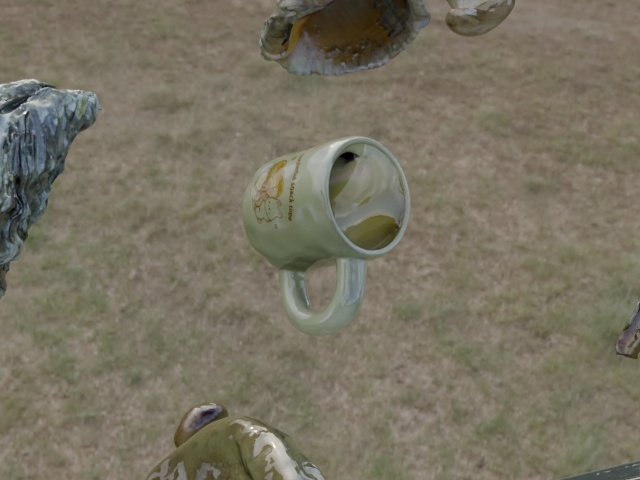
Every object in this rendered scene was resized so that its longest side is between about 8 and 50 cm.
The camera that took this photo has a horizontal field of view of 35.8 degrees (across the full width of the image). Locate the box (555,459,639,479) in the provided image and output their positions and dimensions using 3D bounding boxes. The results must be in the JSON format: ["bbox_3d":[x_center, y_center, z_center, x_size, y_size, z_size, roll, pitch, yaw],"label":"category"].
[{"bbox_3d":[0.482,0.456,1.408,0.373,0.090,0.367,-20,24,22],"label":"box"}]

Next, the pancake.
[{"bbox_3d":[-0.099,0.281,0.858,0.049,0.294,0.294,37,18,-33],"label":"pancake"}]

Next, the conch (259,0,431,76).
[{"bbox_3d":[0.043,-0.452,1.756,0.297,0.352,0.210,33,47,-25],"label":"conch"}]

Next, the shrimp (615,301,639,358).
[{"bbox_3d":[0.378,0.004,0.905,0.063,0.287,0.152,41,4,3],"label":"shrimp"}]

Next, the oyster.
[{"bbox_3d":[-0.331,-0.044,0.982,0.162,0.158,0.351,1,48,33],"label":"oyster"}]

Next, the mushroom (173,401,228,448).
[{"bbox_3d":[-0.186,0.306,1.496,0.072,0.088,0.130,7,67,9],"label":"mushroom"}]

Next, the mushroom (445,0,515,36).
[{"bbox_3d":[0.166,-0.361,1.247,0.088,0.213,0.097,-20,2,44],"label":"mushroom"}]

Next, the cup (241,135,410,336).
[{"bbox_3d":[0.014,-0.007,1.401,0.173,0.255,0.202,-20,5,-40],"label":"cup"}]
